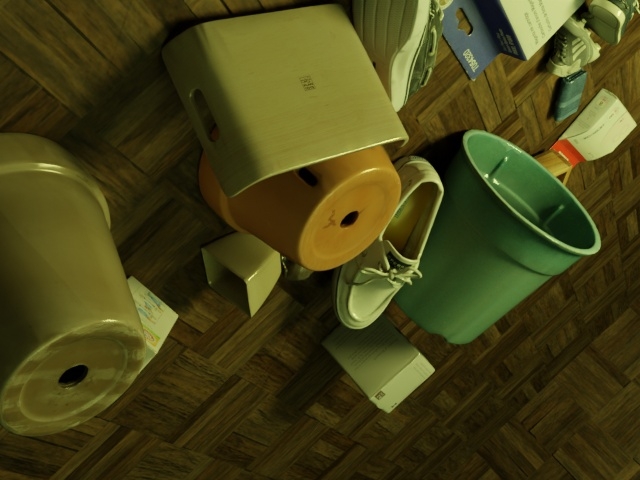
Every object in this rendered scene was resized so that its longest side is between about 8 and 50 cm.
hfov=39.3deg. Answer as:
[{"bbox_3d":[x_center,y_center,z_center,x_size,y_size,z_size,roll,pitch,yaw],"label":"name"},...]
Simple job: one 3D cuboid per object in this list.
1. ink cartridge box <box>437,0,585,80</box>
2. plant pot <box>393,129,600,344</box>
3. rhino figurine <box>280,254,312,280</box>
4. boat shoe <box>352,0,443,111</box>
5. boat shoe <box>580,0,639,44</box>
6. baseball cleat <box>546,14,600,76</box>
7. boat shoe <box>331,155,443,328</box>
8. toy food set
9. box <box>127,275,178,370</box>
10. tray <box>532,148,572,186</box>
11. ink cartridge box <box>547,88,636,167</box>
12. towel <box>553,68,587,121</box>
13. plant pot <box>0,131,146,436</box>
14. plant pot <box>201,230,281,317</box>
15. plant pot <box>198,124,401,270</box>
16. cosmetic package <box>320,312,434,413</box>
[{"bbox_3d":[0.345,-0.442,1.503,0.330,0.071,0.324,-48,150,5],"label":"ink cartridge box"},{"bbox_3d":[0.319,0.011,1.813,0.341,0.341,0.334,-1,138,-49],"label":"plant pot"},{"bbox_3d":[0.000,0.000,1.632,0.243,0.073,0.106,-29,136,-53],"label":"rhino figurine"},{"bbox_3d":[0.124,-0.330,1.357,0.119,0.121,0.335,-40,161,-21],"label":"boat shoe"},{"bbox_3d":[0.542,-0.433,1.675,0.079,0.095,0.254,-53,167,9],"label":"boat shoe"},{"bbox_3d":[0.478,-0.375,1.737,0.109,0.072,0.206,-43,146,18],"label":"baseball cleat"},{"bbox_3d":[0.137,0.031,1.690,0.135,0.156,0.367,20,108,-21],"label":"boat shoe"},{"bbox_3d":[-0.040,-0.195,1.228,0.306,0.220,0.092,-20,171,-36],"label":"toy food set"},{"bbox_3d":[-0.301,0.145,1.344,0.114,0.103,0.203,-47,-173,6],"label":"box"},{"bbox_3d":[0.449,-0.019,2.136,0.202,0.076,0.411,-24,144,-24],"label":"tray"},{"bbox_3d":[0.629,-0.227,2.115,0.232,0.066,0.189,-54,148,10],"label":"ink cartridge box"},{"bbox_3d":[0.531,-0.312,1.917,0.067,0.029,0.119,-31,148,-20],"label":"towel"},{"bbox_3d":[-0.365,0.074,1.106,0.323,0.280,0.323,-29,146,-22],"label":"plant pot"},{"bbox_3d":[-0.126,0.045,1.528,0.096,0.109,0.109,-41,151,-27],"label":"plant pot"},{"bbox_3d":[-0.013,-0.090,1.387,0.290,0.203,0.291,-30,148,-21],"label":"plant pot"},{"bbox_3d":[0.130,0.260,2.007,0.151,0.184,0.151,-43,150,0],"label":"cosmetic package"}]
